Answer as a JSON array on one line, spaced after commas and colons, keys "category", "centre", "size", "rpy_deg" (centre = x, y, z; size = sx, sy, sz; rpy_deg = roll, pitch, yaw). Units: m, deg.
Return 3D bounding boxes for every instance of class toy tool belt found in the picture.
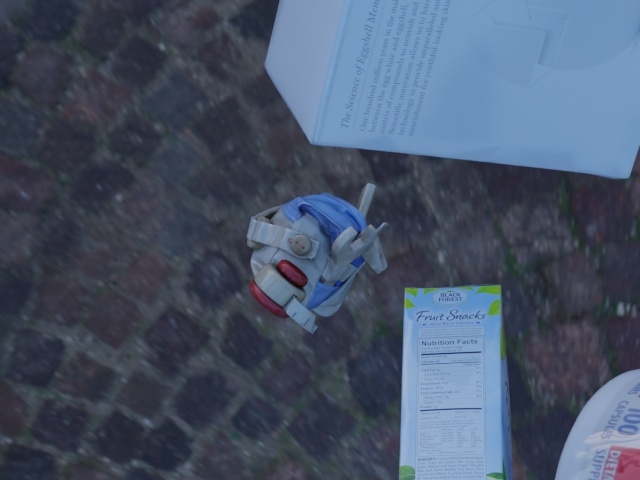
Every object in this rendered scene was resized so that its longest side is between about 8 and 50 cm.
[{"category": "toy tool belt", "centre": [0.000, 0.000, 0.649], "size": [0.052, 0.083, 0.051], "rpy_deg": [40, 100, 2]}]

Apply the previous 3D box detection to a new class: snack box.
[{"category": "snack box", "centre": [0.089, 0.160, 1.095], "size": [0.070, 0.174, 0.207], "rpy_deg": [-3, 51, 6]}]

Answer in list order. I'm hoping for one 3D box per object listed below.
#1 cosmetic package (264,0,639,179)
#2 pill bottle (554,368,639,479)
[{"category": "cosmetic package", "centre": [0.104, -0.175, 1.085], "size": [0.224, 0.138, 0.224], "rpy_deg": [5, 116, -21]}, {"category": "pill bottle", "centre": [0.399, 0.225, 1.294], "size": [0.407, 0.229, 0.229], "rpy_deg": [2, 73, 44]}]
